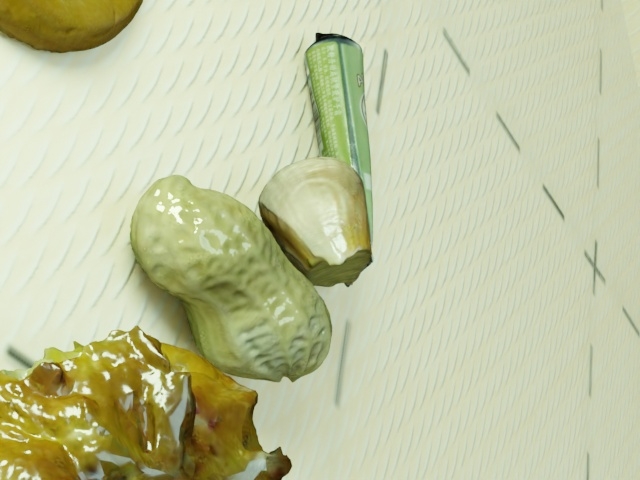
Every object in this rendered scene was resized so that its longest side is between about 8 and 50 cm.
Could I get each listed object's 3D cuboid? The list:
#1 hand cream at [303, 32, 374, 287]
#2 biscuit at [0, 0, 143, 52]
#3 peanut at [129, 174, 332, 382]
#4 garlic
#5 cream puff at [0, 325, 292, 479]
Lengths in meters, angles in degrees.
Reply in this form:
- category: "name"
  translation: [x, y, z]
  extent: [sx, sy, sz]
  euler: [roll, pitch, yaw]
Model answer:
- category: "hand cream"
  translation: [0.023, -0.081, 1.163]
  extent: [0.086, 0.055, 0.235]
  euler: [125, -40, -68]
- category: "biscuit"
  translation: [-0.186, -0.254, 0.864]
  extent: [0.262, 0.037, 0.262]
  euler: [28, 57, -57]
- category: "peanut"
  translation: [-0.067, 0.032, 0.948]
  extent: [0.098, 0.090, 0.214]
  euler: [-42, 128, -8]
- category: "garlic"
  translation: [-0.003, -0.014, 1.054]
  extent: [0.195, 0.087, 0.101]
  euler: [112, -39, -80]
- category: "cream puff"
  translation: [-0.129, 0.157, 0.736]
  extent: [0.241, 0.155, 0.269]
  euler: [58, 41, -27]
